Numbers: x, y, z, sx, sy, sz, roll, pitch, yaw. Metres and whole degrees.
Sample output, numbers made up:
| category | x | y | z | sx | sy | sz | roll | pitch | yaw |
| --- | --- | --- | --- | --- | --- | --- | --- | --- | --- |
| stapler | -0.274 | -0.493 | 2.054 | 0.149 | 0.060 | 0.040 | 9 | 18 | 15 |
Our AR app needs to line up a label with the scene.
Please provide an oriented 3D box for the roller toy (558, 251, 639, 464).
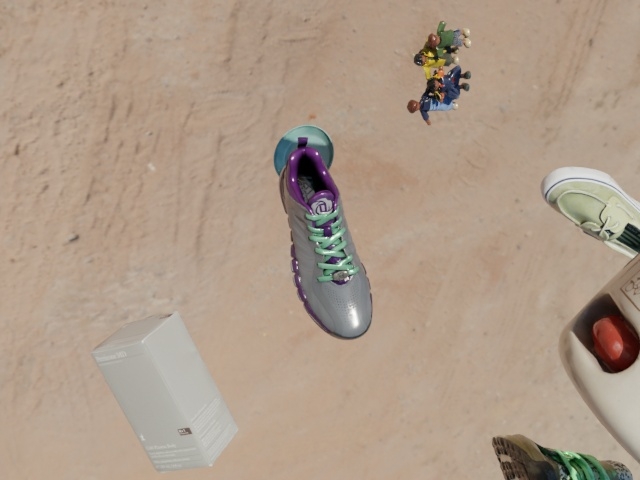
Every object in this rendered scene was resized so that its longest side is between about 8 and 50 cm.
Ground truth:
| category | x | y | z | sx | sy | sz | roll | pitch | yaw |
| --- | --- | --- | --- | --- | --- | --- | --- | --- | --- |
| roller toy | 0.290 | 0.093 | 0.498 | 0.146 | 0.191 | 0.209 | -51 | 149 | 20 |

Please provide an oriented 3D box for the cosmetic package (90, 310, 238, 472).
| category | x | y | z | sx | sy | sz | roll | pitch | yaw |
| --- | --- | --- | --- | --- | --- | --- | --- | --- | --- |
| cosmetic package | -0.248 | 0.244 | 1.093 | 0.127 | 0.107 | 0.238 | -18 | 108 | 31 |

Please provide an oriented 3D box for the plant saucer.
| category | x | y | z | sx | sy | sz | roll | pitch | yaw |
| --- | --- | --- | --- | --- | --- | --- | --- | --- | --- |
| plant saucer | -0.028 | -0.154 | 1.254 | 0.119 | 0.119 | 0.021 | -43 | 158 | 6 |

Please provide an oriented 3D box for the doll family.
| category | x | y | z | sx | sy | sz | roll | pitch | yaw |
| --- | --- | --- | --- | --- | --- | --- | --- | --- | --- |
| doll family | 0.220 | -0.313 | 1.284 | 0.111 | 0.076 | 0.193 | -16 | 109 | -30 |

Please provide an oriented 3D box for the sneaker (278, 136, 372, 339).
| category | x | y | z | sx | sy | sz | roll | pitch | yaw |
| --- | --- | --- | --- | --- | --- | --- | --- | --- | --- |
| sneaker | 0.000 | 0.000 | 0.747 | 0.083 | 0.223 | 0.098 | -18 | 165 | -7 |

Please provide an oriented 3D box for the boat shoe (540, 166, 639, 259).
| category | x | y | z | sx | sy | sz | roll | pitch | yaw |
| --- | --- | --- | --- | --- | --- | --- | --- | --- | --- |
| boat shoe | 0.547 | -0.047 | 1.289 | 0.302 | 0.094 | 0.109 | 21 | 134 | -23 |

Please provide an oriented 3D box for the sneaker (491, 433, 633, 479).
| category | x | y | z | sx | sy | sz | roll | pitch | yaw |
| --- | --- | --- | --- | --- | --- | --- | --- | --- | --- |
| sneaker | 0.384 | 0.367 | 1.054 | 0.182 | 0.158 | 0.410 | -23 | 151 | 10 |
